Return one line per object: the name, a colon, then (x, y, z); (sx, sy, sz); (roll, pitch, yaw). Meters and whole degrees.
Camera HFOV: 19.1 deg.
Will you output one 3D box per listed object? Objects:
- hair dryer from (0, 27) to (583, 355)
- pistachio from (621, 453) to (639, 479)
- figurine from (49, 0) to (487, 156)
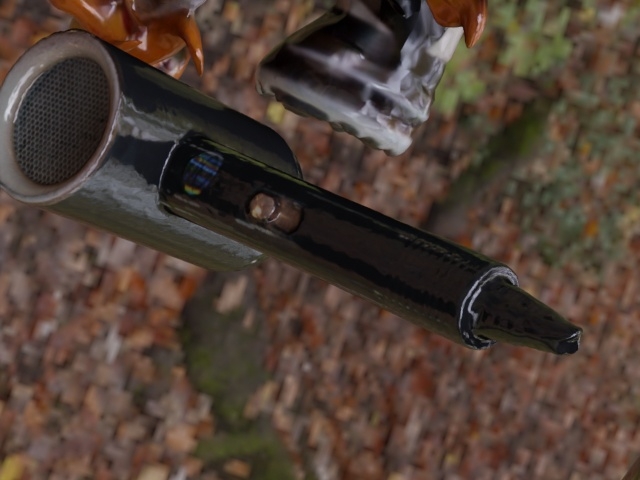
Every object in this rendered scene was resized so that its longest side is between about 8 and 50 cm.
hair dryer: (0.000, 0.000, 0.711); (0.128, 0.255, 0.070); (24, 91, -53)
pistachio: (0.129, 0.173, 0.614); (0.288, 0.166, 0.197); (-52, 168, -8)
figurine: (-0.059, -0.195, 0.795); (0.196, 0.323, 0.320); (-65, -177, -40)
